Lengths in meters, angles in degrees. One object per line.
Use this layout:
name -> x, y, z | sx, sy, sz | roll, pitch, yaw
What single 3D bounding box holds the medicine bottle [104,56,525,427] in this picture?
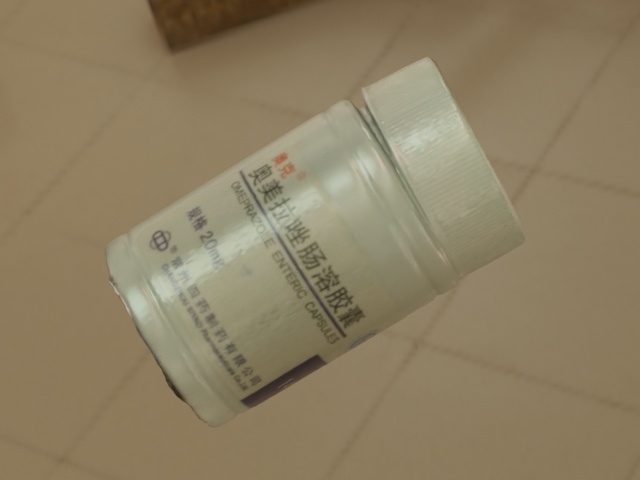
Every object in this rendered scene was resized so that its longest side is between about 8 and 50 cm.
medicine bottle -> 0.000, 0.000, 1.575 | 0.332, 0.190, 0.190 | -32, 44, 2
